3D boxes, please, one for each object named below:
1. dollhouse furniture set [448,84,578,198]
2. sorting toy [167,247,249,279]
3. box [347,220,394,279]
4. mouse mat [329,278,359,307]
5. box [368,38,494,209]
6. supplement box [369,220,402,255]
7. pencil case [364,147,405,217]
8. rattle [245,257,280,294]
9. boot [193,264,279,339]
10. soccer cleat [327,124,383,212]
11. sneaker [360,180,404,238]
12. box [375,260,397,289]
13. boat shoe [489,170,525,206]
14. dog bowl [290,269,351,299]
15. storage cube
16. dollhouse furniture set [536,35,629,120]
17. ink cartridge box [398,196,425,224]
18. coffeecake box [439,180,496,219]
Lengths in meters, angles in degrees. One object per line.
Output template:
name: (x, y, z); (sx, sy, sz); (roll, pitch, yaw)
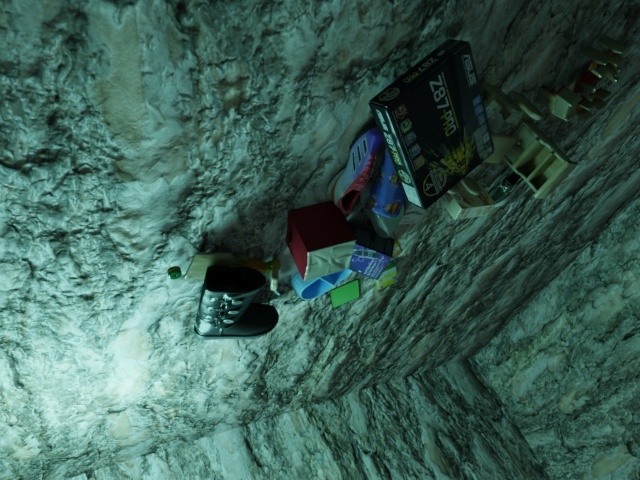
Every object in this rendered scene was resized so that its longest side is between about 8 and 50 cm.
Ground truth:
dollhouse furniture set: (0.671, -0.302, 1.738); (0.394, 0.256, 0.362); (-1, 139, -34)
sorting toy: (-0.389, 0.078, 1.706); (0.274, 0.046, 0.132); (3, 136, -37)
box: (0.165, 0.041, 1.904); (0.207, 0.108, 0.153); (20, 135, -3)
mouse mat: (0.118, 0.258, 2.347); (0.152, 0.007, 0.190); (-22, 148, -8)
box: (0.344, -0.333, 1.452); (0.318, 0.097, 0.395); (-40, 130, -11)
supplement box: (0.271, -0.015, 2.017); (0.080, 0.078, 0.233); (-26, 146, 5)
pencil case: (0.240, -0.227, 1.603); (0.119, 0.133, 0.306); (6, 119, -15)
rattle: (-0.219, 0.146, 1.883); (0.142, 0.130, 0.200); (-12, 162, -14)
boot: (-0.287, 0.232, 1.862); (0.367, 0.146, 0.445); (-8, 148, -26)
soccer cleat: (0.131, -0.229, 1.586); (0.108, 0.116, 0.318); (0, 138, -35)
sneaker: (0.238, -0.149, 1.824); (0.151, 0.094, 0.256); (-50, 135, -28)
box: (0.314, 0.174, 2.337); (0.105, 0.043, 0.179); (-24, 144, -6)
boat shoe: (0.800, -0.238, 2.090); (0.219, 0.078, 0.070); (-49, 143, 17)
dog bowl: (0.014, 0.147, 2.060); (0.297, 0.074, 0.166); (-37, 146, 13)
storage cube: (0.000, 0.000, 1.740); (0.214, 0.193, 0.184); (-13, 145, -18)
dollhouse furniture set: (0.918, -0.553, 1.723); (0.259, 0.135, 0.262); (-35, 148, -8)
ink cartridge box: (0.358, -0.122, 1.943); (0.104, 0.060, 0.180); (-6, 141, -30)
coffeecake box: (0.590, -0.164, 1.973); (0.185, 0.142, 0.068); (-9, 142, -26)
